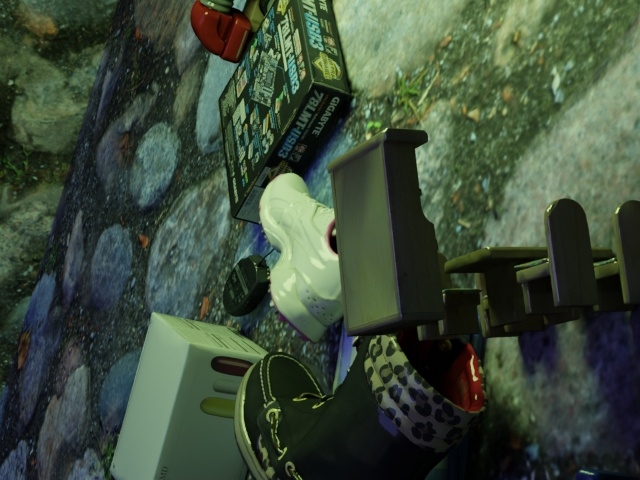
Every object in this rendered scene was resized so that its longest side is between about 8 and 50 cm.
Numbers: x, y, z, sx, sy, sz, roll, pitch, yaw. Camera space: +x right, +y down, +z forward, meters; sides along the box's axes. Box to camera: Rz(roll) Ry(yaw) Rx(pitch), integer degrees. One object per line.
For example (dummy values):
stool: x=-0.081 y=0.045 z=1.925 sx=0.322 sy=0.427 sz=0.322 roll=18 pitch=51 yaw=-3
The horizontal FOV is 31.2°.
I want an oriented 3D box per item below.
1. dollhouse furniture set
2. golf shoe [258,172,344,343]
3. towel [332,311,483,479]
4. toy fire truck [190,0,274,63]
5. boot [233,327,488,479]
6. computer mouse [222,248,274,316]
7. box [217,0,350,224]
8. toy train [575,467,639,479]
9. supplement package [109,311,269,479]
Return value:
dollhouse furniture set: x=0.143 y=-0.003 z=1.033 sx=0.212 sy=0.242 sz=0.161 roll=-25 pitch=68 yaw=60
golf shoe: x=0.000 y=0.000 z=1.529 sx=0.140 sy=0.115 sz=0.306 roll=-36 pitch=37 yaw=19
towel: x=0.087 y=0.178 z=1.311 sx=0.285 sy=0.034 sz=0.209 roll=-12 pitch=67 yaw=62
toy fire truck: x=-0.165 y=-0.415 z=1.891 sx=0.217 sy=0.246 sz=0.158 roll=-67 pitch=26 yaw=18
boot: x=0.034 y=0.177 z=1.233 sx=0.284 sy=0.138 sz=0.377 roll=-58 pitch=22 yaw=23
computer mouse: x=-0.074 y=0.028 z=1.728 sx=0.242 sy=0.041 sz=0.071 roll=-50 pitch=43 yaw=31
box: x=-0.065 y=-0.224 z=1.791 sx=0.293 sy=0.073 sz=0.295 roll=-54 pitch=32 yaw=37
toy train: x=0.239 y=0.308 z=0.864 sx=0.143 sy=0.105 sz=0.248 roll=4 pitch=81 yaw=51
supplement package: x=-0.196 y=0.265 z=1.719 sx=0.204 sy=0.145 sz=0.262 roll=21 pitch=97 yaw=65
